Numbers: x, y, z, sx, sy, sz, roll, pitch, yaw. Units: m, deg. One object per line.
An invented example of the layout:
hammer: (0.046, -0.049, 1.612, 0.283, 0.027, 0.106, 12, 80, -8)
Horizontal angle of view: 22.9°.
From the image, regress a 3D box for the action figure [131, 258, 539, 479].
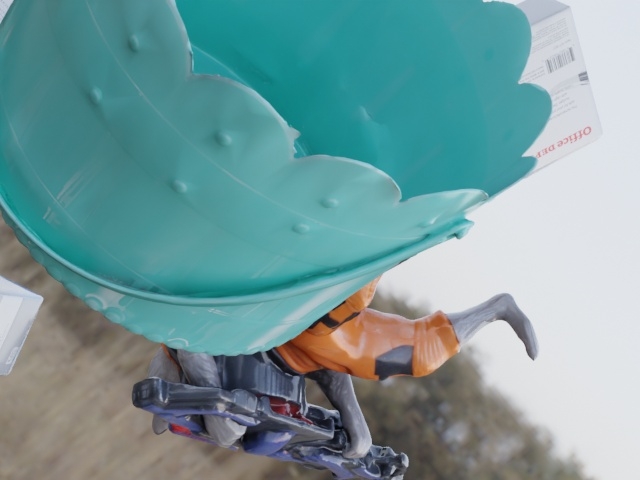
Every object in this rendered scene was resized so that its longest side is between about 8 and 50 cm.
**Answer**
action figure: (0.007, 0.089, 1.315, 0.341, 0.330, 0.178, 36, 38, -55)

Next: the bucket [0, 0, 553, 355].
bucket: (-0.040, -0.086, 0.828, 0.281, 0.183, 0.281, 25, 42, -24)

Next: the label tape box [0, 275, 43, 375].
label tape box: (-0.474, 0.051, 1.710, 0.249, 0.115, 0.347, 25, 0, 7)

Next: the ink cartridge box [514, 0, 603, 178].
ink cartridge box: (0.282, -0.207, 2.139, 0.086, 0.148, 0.203, 42, -25, 58)

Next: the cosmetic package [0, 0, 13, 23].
cosmetic package: (-0.344, -0.158, 1.508, 0.151, 0.151, 0.184, 51, 29, -31)
